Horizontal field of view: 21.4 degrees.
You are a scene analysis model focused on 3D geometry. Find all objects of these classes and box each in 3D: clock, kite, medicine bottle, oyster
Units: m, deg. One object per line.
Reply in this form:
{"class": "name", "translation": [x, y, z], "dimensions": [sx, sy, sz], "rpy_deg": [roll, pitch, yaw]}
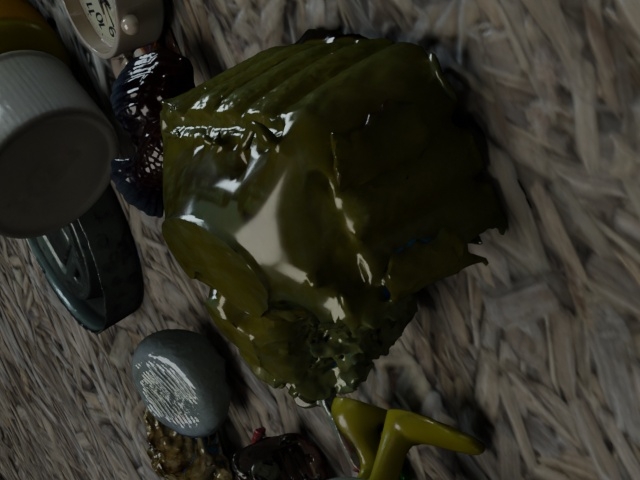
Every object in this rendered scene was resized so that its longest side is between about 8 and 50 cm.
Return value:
{"class": "clock", "translation": [-0.212, -0.263, 1.701], "dimensions": [0.155, 0.063, 0.229], "rpy_deg": [6, 117, 61]}
{"class": "kite", "translation": [-0.170, -0.217, 1.738], "dimensions": [0.222, 0.008, 0.125], "rpy_deg": [50, 152, 29]}
{"class": "medicine bottle", "translation": [-0.410, -0.190, 2.008], "dimensions": [0.384, 0.224, 0.224], "rpy_deg": [48, 153, 35]}
{"class": "oyster", "translation": [-0.163, 0.286, 2.160], "dimensions": [0.223, 0.083, 0.214], "rpy_deg": [56, 167, 0]}
{"class": "clock", "translation": [-0.334, -0.028, 2.230], "dimensions": [0.312, 0.061, 0.312], "rpy_deg": [48, 153, 34]}

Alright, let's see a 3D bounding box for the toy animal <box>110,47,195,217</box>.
{"class": "toy animal", "translation": [-0.125, -0.090, 1.623], "dimensions": [0.218, 0.116, 0.179], "rpy_deg": [57, 157, 1]}

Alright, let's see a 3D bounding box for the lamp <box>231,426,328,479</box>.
{"class": "lamp", "translation": [-0.058, 0.309, 1.923], "dimensions": [0.118, 0.118, 0.253], "rpy_deg": [54, 155, 22]}

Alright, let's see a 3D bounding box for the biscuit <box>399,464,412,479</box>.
{"class": "biscuit", "translation": [0.068, 0.230, 1.680], "dimensions": [0.046, 0.016, 0.089], "rpy_deg": [62, 158, 9]}

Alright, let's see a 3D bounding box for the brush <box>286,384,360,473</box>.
{"class": "brush", "translation": [0.017, 0.169, 1.656], "dimensions": [0.301, 0.071, 0.084], "rpy_deg": [61, 167, 14]}

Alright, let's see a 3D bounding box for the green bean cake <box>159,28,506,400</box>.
{"class": "green bean cake", "translation": [0.000, 0.000, 1.338], "dimensions": [0.310, 0.202, 0.285], "rpy_deg": [11, 126, 63]}

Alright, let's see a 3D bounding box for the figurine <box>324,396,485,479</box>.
{"class": "figurine", "translation": [0.073, 0.342, 1.498], "dimensions": [0.283, 0.338, 0.204], "rpy_deg": [30, 166, -7]}

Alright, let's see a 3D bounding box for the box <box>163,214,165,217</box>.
{"class": "box", "translation": [-0.143, -0.048, 1.808], "dimensions": [0.125, 0.043, 0.089], "rpy_deg": [61, 158, 8]}

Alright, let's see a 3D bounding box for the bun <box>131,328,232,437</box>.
{"class": "bun", "translation": [-0.158, 0.165, 2.014], "dimensions": [0.141, 0.083, 0.141], "rpy_deg": [23, 132, 29]}
